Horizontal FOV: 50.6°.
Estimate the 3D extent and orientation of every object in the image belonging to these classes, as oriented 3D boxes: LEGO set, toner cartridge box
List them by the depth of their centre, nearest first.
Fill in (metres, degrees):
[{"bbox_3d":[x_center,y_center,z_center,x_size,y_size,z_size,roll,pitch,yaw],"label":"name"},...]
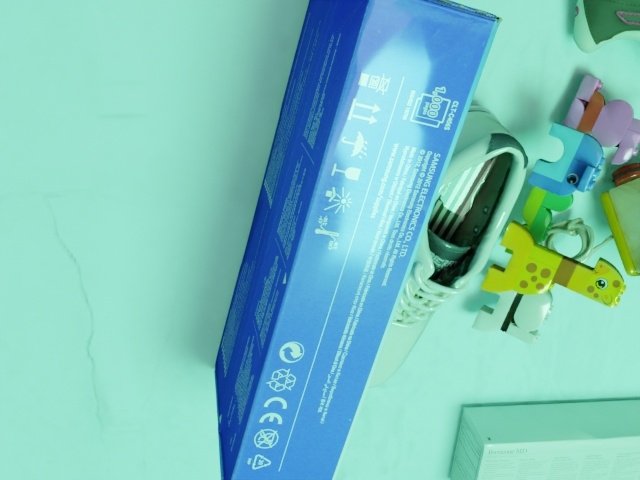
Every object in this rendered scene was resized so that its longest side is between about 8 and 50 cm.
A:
[{"bbox_3d":[0.000,0.000,0.469,0.075,0.165,0.347,11,113,-14],"label":"toner cartridge box"},{"bbox_3d":[0.196,-0.004,0.518,0.093,0.087,0.227,26,109,20],"label":"LEGO set"}]

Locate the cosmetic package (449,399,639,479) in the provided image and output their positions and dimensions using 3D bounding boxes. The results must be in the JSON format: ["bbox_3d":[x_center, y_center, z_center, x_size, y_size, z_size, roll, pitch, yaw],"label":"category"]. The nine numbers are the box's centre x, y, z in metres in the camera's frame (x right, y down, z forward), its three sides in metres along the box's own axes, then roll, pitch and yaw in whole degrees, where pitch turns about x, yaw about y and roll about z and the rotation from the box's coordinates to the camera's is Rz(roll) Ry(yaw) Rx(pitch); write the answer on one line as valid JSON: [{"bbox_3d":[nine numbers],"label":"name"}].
[{"bbox_3d":[0.255,0.213,0.668,0.239,0.060,0.098,1,116,-10],"label":"cosmetic package"}]

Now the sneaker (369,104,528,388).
[{"bbox_3d":[0.073,0.019,0.530,0.094,0.091,0.258,15,111,-16],"label":"sneaker"}]

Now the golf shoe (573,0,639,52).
[{"bbox_3d":[0.319,-0.161,0.476,0.273,0.105,0.120,19,131,4],"label":"golf shoe"}]

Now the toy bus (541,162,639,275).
[{"bbox_3d":[0.320,-0.024,0.544,0.104,0.202,0.190,11,108,-47],"label":"toy bus"}]
